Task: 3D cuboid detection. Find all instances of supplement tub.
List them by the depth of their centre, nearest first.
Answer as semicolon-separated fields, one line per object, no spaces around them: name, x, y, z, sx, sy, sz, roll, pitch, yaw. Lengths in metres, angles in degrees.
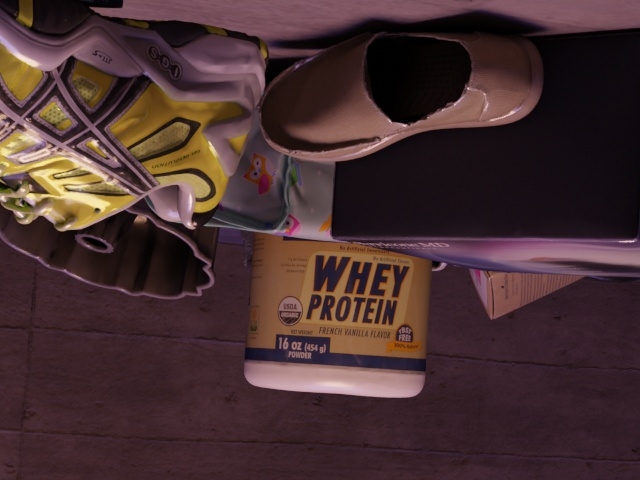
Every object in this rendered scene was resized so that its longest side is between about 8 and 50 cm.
supplement tub;0.027;0.031;1.738;0.228;0.316;0.228;4;175;0

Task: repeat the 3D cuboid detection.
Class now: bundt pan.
bundt pan;-0.278;-0.049;1.824;0.331;0.124;0.331;14;158;6

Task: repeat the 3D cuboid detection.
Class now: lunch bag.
lunch bag;-0.065;-0.085;1.422;0.262;0.160;0.223;14;-175;35

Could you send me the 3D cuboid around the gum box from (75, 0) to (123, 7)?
gum box;-0.243;-0.177;0.876;0.157;0.041;0.184;9;-172;35

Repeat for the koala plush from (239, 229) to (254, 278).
koala plush;0.000;0.000;2.313;0.221;0.203;0.196;-7;-177;-36

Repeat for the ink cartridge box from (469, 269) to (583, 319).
ink cartridge box;0.305;0.009;1.935;0.193;0.088;0.235;-24;162;-1

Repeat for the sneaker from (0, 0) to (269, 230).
sneaker;-0.185;-0.078;0.881;0.384;0.147;0.145;1;-172;-43

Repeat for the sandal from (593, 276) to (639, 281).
sandal;0.401;0.015;2.158;0.445;0.107;0.167;-7;-172;-7

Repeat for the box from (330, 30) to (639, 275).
box;0.210;-0.065;1.280;0.296;0.183;0.294;0;173;35

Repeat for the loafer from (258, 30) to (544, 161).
loafer;0.049;-0.130;1.162;0.268;0.102;0.092;-10;167;32

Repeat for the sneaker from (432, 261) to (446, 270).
sneaker;0.167;-0.027;1.994;0.122;0.146;0.330;0;175;27
